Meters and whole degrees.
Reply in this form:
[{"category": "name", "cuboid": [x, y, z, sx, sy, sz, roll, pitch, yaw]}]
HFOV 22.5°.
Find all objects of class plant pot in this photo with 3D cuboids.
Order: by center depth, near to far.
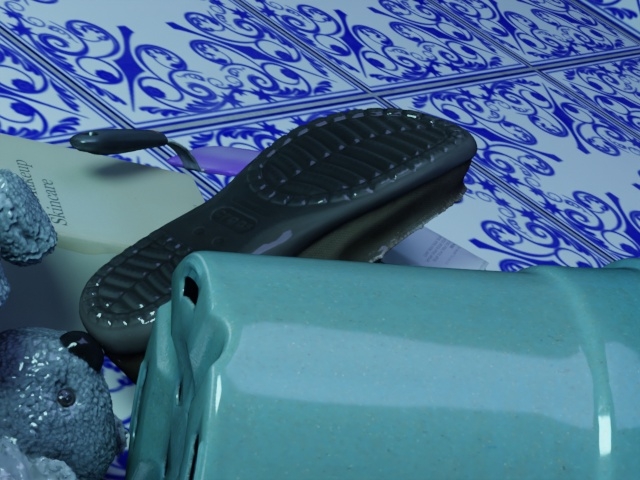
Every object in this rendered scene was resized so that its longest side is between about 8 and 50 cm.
[{"category": "plant pot", "cuboid": [0.052, 0.153, 1.101, 0.334, 0.341, 0.341, 10, 28, -16]}]

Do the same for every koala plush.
[{"category": "koala plush", "cuboid": [-0.230, 0.099, 1.126, 0.221, 0.203, 0.196, 45, 11, -8]}]

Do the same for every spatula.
[{"category": "spatula", "cuboid": [-0.137, -0.081, 1.441, 0.084, 0.030, 0.296, 11, 3, 25]}]

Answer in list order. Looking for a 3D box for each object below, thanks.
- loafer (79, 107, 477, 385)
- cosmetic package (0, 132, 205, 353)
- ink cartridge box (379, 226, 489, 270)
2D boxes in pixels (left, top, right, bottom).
[{"category": "loafer", "cuboid": [-0.026, 0.011, 1.303, 0.366, 0.130, 0.134, -30, 38, -21]}, {"category": "cosmetic package", "cuboid": [-0.244, -0.002, 1.340, 0.309, 0.113, 0.160, 12, 27, -30]}, {"category": "ink cartridge box", "cuboid": [0.018, 0.044, 1.444, 0.218, 0.158, 0.092, 29, 23, 6]}]
